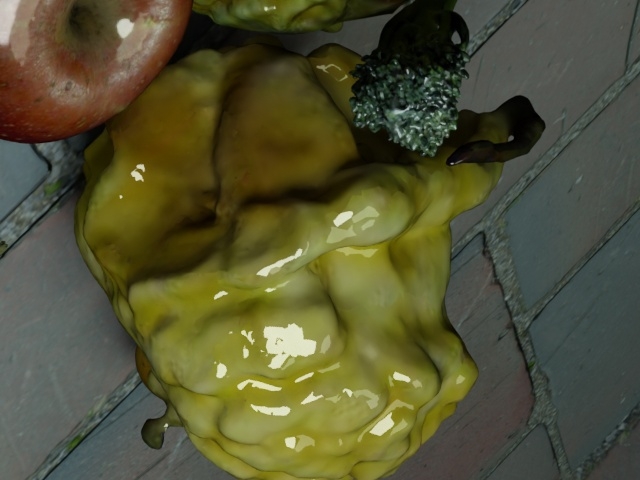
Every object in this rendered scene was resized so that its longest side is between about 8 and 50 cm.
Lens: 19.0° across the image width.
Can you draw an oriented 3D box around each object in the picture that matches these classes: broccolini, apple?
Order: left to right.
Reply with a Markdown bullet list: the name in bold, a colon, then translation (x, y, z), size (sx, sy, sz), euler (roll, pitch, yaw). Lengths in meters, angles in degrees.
- **apple**: translation (-0.174, -0.157, 1.134), size (0.201, 0.162, 0.201), euler (-30, 138, -32)
- **broccolini**: translation (0.099, -0.152, 1.378), size (0.392, 0.078, 0.074), euler (-53, 146, -62)

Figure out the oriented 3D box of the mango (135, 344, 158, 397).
- **mango**: translation (-0.069, 0.065, 1.676), size (0.262, 0.109, 0.157), euler (-14, 148, -44)

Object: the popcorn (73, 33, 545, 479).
- **popcorn**: translation (0.000, 0.000, 1.404), size (0.381, 0.349, 0.349), euler (-31, 154, -1)

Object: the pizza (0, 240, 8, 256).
- **pizza**: translation (-0.322, 0.072, 1.350), size (0.262, 0.034, 0.181), euler (-37, 152, -24)

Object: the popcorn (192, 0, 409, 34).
- **popcorn**: translation (-0.011, -0.226, 1.293), size (0.189, 0.218, 0.169), euler (-22, 102, -71)
